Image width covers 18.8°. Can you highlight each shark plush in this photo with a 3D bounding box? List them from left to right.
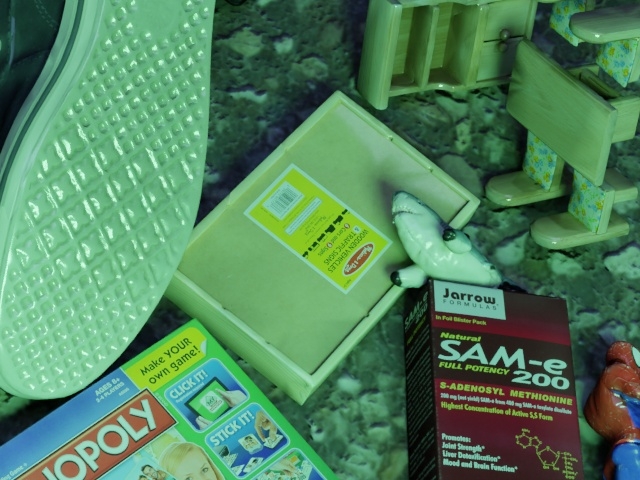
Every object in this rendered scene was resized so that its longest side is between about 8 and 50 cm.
[{"bbox_3d":[0.128,0.010,1.666,0.161,0.073,0.067,19,37,-27],"label":"shark plush"}]

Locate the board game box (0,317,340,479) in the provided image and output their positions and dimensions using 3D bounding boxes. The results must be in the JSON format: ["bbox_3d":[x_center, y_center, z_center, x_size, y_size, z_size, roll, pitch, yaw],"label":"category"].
[{"bbox_3d":[-0.147,0.220,1.470,0.317,0.046,0.213,-34,76,-33],"label":"board game box"}]

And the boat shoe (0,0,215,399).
[{"bbox_3d":[-0.195,-0.115,1.557,0.187,0.156,0.500,22,71,-43],"label":"boat shoe"}]

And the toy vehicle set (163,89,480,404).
[{"bbox_3d":[0.000,0.000,1.669,0.166,0.035,0.267,39,54,7],"label":"toy vehicle set"}]

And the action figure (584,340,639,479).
[{"bbox_3d":[0.287,0.202,1.599,0.139,0.091,0.280,9,50,-8],"label":"action figure"}]

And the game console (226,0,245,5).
[{"bbox_3d":[-0.129,-0.378,1.790,0.293,0.250,0.173,41,81,9],"label":"game console"}]

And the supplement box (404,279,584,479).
[{"bbox_3d":[0.143,0.157,1.598,0.130,0.073,0.239,8,56,-14],"label":"supplement box"}]

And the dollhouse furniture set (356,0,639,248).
[{"bbox_3d":[0.165,-0.136,1.716,0.161,0.212,0.242,-11,37,-27],"label":"dollhouse furniture set"}]
